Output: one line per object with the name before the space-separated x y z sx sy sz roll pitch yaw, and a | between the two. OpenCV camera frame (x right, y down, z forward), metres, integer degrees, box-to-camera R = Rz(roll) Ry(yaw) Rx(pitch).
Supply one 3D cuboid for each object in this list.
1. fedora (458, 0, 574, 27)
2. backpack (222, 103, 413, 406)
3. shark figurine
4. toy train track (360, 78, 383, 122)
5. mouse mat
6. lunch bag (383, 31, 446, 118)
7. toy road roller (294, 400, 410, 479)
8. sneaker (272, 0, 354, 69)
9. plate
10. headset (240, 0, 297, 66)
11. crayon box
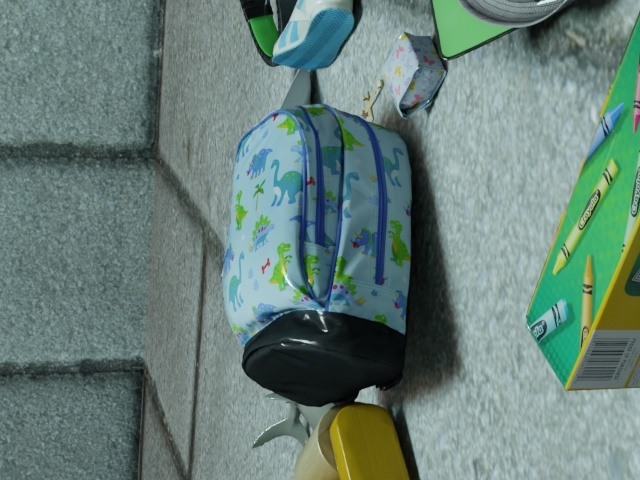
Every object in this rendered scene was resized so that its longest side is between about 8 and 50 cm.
fedora | 0.160 -0.325 1.051 0.275 0.124 0.244 36 114 52
backpack | 0.000 0.000 1.474 0.290 0.273 0.356 -31 35 62
shark figurine | -0.040 0.259 1.796 0.278 0.116 0.166 157 113 -69
toy train track | 0.069 -0.198 1.614 0.083 0.014 0.048 121 145 -57
mouse mat | 0.172 -0.289 1.167 0.152 0.007 0.190 -22 65 32
lunch bag | 0.113 -0.202 1.418 0.083 0.053 0.071 -60 35 40
toy road roller | -0.007 0.384 1.477 0.202 0.240 0.330 115 150 -51
sneaker | -0.008 -0.332 1.759 0.228 0.087 0.092 144 131 -60
plate | -0.080 -0.110 1.886 0.278 0.045 0.277 110 -179 -48
headset | -0.079 -0.497 1.953 0.243 0.185 0.394 161 93 -75
crayon box | 0.262 -0.027 0.768 0.081 0.165 0.278 -113 29 -50
